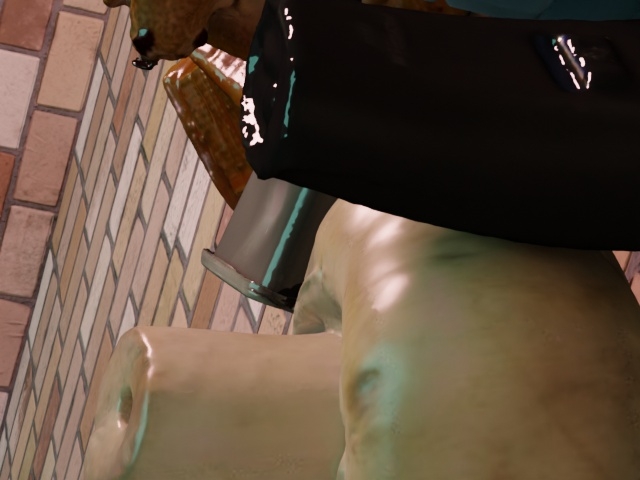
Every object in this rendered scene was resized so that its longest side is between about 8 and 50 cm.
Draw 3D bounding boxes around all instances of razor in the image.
[{"bbox_3d":[0.119,-0.071,1.080,0.189,0.327,0.107,-104,23,-58],"label":"razor"}]

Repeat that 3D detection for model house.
[{"bbox_3d":[-0.044,-0.172,1.968,0.199,0.219,0.229,-41,10,-23],"label":"model house"}]

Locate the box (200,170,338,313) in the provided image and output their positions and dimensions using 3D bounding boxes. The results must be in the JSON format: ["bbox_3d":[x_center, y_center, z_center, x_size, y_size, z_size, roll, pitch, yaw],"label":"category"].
[{"bbox_3d":[0.000,0.000,1.731,0.135,0.163,0.243,-69,17,1],"label":"box"}]

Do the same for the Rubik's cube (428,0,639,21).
[{"bbox_3d":[0.149,-0.304,1.302,0.231,0.224,0.221,121,153,-46],"label":"Rubik's cube"}]

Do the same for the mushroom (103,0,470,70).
[{"bbox_3d":[-0.017,-0.276,1.647,0.259,0.345,0.345,-32,-35,-59],"label":"mushroom"}]

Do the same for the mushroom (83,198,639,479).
[{"bbox_3d":[0.069,0.101,1.161,0.325,0.353,0.353,-34,45,45],"label":"mushroom"}]
